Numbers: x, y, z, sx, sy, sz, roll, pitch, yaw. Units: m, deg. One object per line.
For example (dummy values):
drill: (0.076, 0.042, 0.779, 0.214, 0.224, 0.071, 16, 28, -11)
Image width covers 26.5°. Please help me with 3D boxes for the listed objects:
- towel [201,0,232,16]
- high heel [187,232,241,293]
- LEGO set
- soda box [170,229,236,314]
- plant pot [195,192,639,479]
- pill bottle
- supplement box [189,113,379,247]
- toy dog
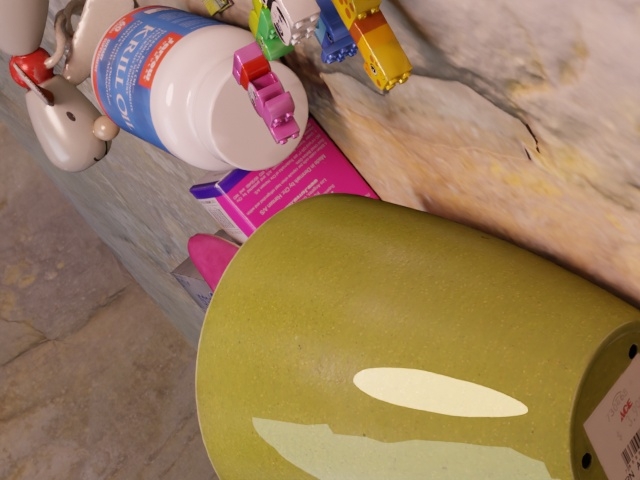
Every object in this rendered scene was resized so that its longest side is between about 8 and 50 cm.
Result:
towel: (-0.110, -0.227, 1.154, 0.083, 0.009, 0.060, 50, 167, -12)
high heel: (-0.063, 0.093, 1.220, 0.244, 0.117, 0.082, 40, 165, 22)
LEGO set: (0.006, -0.126, 0.893, 0.093, 0.087, 0.227, 61, 169, 8)
soda box: (-0.107, 0.052, 1.802, 0.091, 0.098, 0.286, 51, 167, -13)
plant pot: (0.107, 0.107, 0.983, 0.293, 0.275, 0.275, 5, 139, 48)
pill bottle: (-0.103, -0.129, 1.170, 0.221, 0.124, 0.124, 26, 156, 56)
supplement box: (0.000, 0.000, 1.253, 0.220, 0.114, 0.111, 51, 166, -12)
toy dog: (-0.268, -0.234, 1.333, 0.161, 0.220, 0.334, -6, 142, 34)
